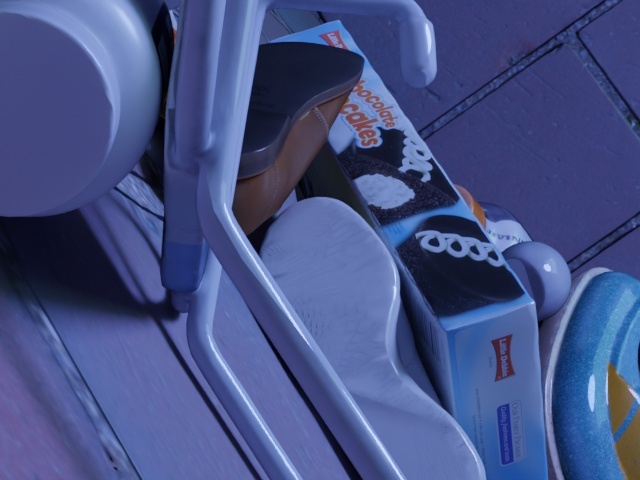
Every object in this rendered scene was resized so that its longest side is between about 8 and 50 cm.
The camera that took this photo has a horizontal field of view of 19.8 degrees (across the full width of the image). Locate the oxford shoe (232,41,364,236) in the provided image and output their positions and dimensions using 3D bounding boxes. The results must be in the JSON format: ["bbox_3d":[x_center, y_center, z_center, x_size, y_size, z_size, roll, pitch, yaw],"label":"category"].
[{"bbox_3d":[-0.032,-0.063,1.086,0.212,0.076,0.076,-50,148,-56],"label":"oxford shoe"}]

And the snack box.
[{"bbox_3d":[0.052,0.020,1.164,0.322,0.060,0.187,-119,-165,-49],"label":"snack box"}]

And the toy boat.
[{"bbox_3d":[0.228,0.113,1.598,0.318,0.148,0.267,38,51,-31],"label":"toy boat"}]

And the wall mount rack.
[{"bbox_3d":[0.000,0.000,0.723,0.350,0.130,0.304,105,-8,-74],"label":"wall mount rack"}]

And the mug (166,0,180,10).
[{"bbox_3d":[-0.160,-0.323,0.988,0.328,0.276,0.374,38,-16,-23],"label":"mug"}]

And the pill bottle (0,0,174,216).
[{"bbox_3d":[-0.104,-0.062,0.677,0.094,0.094,0.169,53,7,-13],"label":"pill bottle"}]

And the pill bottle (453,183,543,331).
[{"bbox_3d":[0.160,0.051,1.740,0.245,0.130,0.130,49,9,-40],"label":"pill bottle"}]

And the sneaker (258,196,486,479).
[{"bbox_3d":[0.027,0.078,1.036,0.094,0.080,0.212,68,-2,-67],"label":"sneaker"}]

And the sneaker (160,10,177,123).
[{"bbox_3d":[-0.089,-0.091,1.114,0.175,0.064,0.067,45,31,-27],"label":"sneaker"}]
